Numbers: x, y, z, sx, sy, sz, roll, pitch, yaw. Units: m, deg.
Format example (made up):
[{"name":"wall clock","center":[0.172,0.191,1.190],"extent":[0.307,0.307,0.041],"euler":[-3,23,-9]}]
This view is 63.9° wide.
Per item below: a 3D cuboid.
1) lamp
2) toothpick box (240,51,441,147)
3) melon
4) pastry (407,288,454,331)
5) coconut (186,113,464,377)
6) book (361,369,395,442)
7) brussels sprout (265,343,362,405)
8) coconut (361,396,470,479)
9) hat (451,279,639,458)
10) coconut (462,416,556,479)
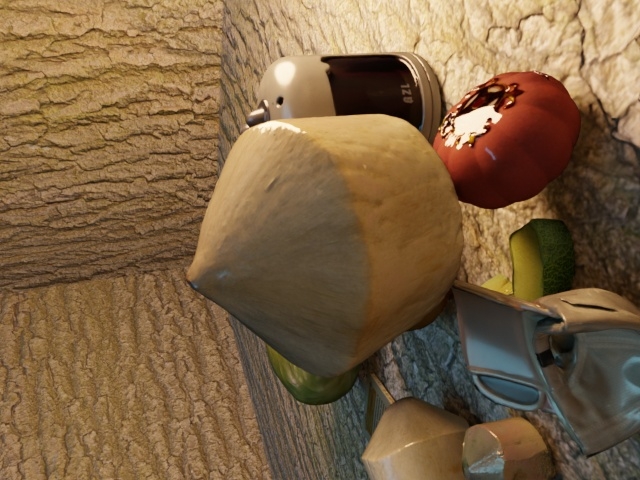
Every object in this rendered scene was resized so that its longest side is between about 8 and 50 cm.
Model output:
[{"name":"lamp","center":[0.228,-0.117,0.632],"extent":[0.182,0.140,0.182],"euler":[-38,28,24]},{"name":"toothpick box","center":[0.022,-0.217,0.906],"extent":[0.229,0.317,0.228],"euler":[172,90,-71]},{"name":"melon","center":[0.276,0.064,0.701],"extent":[0.209,0.064,0.118],"euler":[114,142,-60]},{"name":"pastry","center":[0.071,0.030,0.911],"extent":[0.356,0.163,0.356],"euler":[37,169,9]},{"name":"coconut","center":[0.000,0.000,0.589],"extent":[0.329,0.329,0.328],"euler":[172,90,-70]},{"name":"book","center":[0.172,0.475,1.202],"extent":[0.295,0.020,0.207],"euler":[-130,37,-56]},{"name":"brussels sprout","center":[-0.012,0.254,1.310],"extent":[0.328,0.247,0.327],"euler":[5,96,55]},{"name":"coconut","center":[0.179,0.387,0.897],"extent":[0.202,0.202,0.221],"euler":[119,133,-59]},{"name":"hat","center":[0.268,0.114,0.607],"extent":[0.226,0.164,0.219],"euler":[50,163,56]},{"name":"coconut","center":[0.263,0.321,0.745],"extent":[0.116,0.122,0.116],"euler":[172,90,-71]}]
